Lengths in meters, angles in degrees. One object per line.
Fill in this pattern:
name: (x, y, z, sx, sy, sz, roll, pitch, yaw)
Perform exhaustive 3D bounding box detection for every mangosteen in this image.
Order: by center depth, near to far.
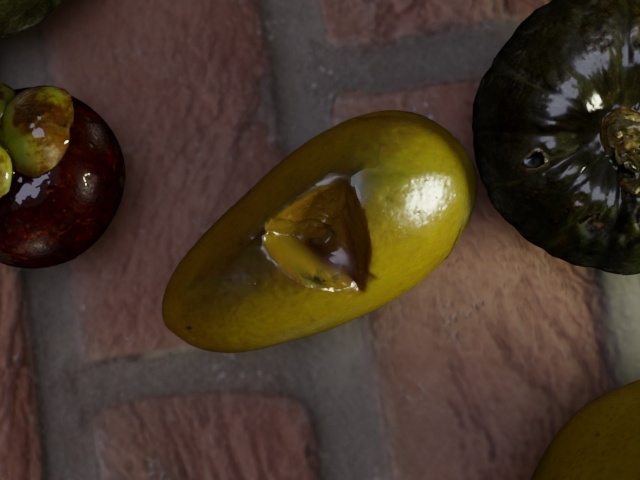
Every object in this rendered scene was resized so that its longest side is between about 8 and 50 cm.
mangosteen: (-0.244, -0.066, 0.784, 0.156, 0.181, 0.145, -44, 38, 8)

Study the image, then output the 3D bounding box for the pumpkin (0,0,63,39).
pumpkin: (-0.303, -0.279, 0.813, 0.260, 0.189, 0.260, 5, 70, -13)

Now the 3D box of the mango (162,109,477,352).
mango: (0.000, 0.000, 0.770, 0.262, 0.167, 0.130, -35, 69, 4)

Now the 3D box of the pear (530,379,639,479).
pear: (0.286, 0.208, 0.671, 0.285, 0.285, 0.336, 37, 73, 7)

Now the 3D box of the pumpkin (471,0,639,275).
pumpkin: (0.224, -0.085, 0.754, 0.224, 0.157, 0.223, 1, 96, 8)
